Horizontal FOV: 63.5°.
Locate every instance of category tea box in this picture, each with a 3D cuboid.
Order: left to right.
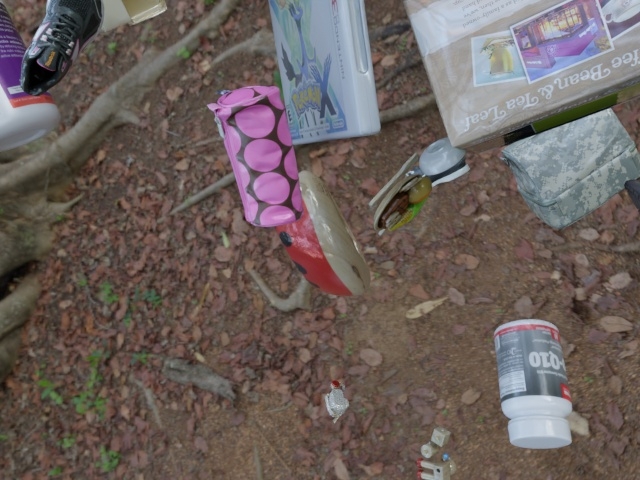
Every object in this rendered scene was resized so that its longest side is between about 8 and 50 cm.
[{"bbox_3d":[0.342,-0.286,0.758,0.329,0.323,0.220,-19,90,25],"label":"tea box"}]

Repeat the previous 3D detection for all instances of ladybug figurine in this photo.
[{"bbox_3d":[0.000,0.000,1.380,0.162,0.449,0.305,-26,49,6],"label":"ladybug figurine"}]

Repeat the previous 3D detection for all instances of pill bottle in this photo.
[{"bbox_3d":[-0.645,-0.339,0.968,0.181,0.181,0.323,-17,102,32],"label":"pill bottle"},{"bbox_3d":[0.528,0.356,1.286,0.161,0.161,0.283,-18,51,32],"label":"pill bottle"}]

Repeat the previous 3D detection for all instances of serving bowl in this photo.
[{"bbox_3d":[0.197,-0.144,0.851,0.083,0.027,0.083,-30,27,17],"label":"serving bowl"}]

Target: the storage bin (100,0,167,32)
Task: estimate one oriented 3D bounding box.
[{"bbox_3d":[-0.377,-0.519,0.844,0.123,0.262,0.260,-24,47,-4],"label":"storage bin"}]

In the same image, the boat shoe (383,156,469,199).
[{"bbox_3d":[0.327,-0.202,1.670,0.302,0.114,0.091,-28,97,-4],"label":"boat shoe"}]

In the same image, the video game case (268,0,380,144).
[{"bbox_3d":[-0.010,-0.304,0.797,0.329,0.036,0.300,-157,56,-70],"label":"video game case"}]

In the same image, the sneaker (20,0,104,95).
[{"bbox_3d":[-0.348,-0.261,0.693,0.178,0.072,0.077,-47,35,31],"label":"sneaker"}]

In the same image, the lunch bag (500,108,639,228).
[{"bbox_3d":[0.681,-0.228,1.420,0.305,0.256,0.212,-35,21,11],"label":"lunch bag"}]

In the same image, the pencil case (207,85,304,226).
[{"bbox_3d":[-0.087,-0.114,0.744,0.095,0.098,0.209,26,139,47],"label":"pencil case"}]

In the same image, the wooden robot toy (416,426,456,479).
[{"bbox_3d":[0.261,0.488,1.128,0.076,0.079,0.173,1,90,42],"label":"wooden robot toy"}]

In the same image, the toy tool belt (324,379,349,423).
[{"bbox_3d":[0.031,0.354,1.136,0.083,0.052,0.051,-106,31,-61],"label":"toy tool belt"}]

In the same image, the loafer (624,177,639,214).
[{"bbox_3d":[0.718,-0.083,1.037,0.130,0.366,0.134,-31,73,36],"label":"loafer"}]

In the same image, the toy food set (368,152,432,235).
[{"bbox_3d":[0.144,-0.063,0.898,0.038,0.192,0.132,42,88,19],"label":"toy food set"}]
